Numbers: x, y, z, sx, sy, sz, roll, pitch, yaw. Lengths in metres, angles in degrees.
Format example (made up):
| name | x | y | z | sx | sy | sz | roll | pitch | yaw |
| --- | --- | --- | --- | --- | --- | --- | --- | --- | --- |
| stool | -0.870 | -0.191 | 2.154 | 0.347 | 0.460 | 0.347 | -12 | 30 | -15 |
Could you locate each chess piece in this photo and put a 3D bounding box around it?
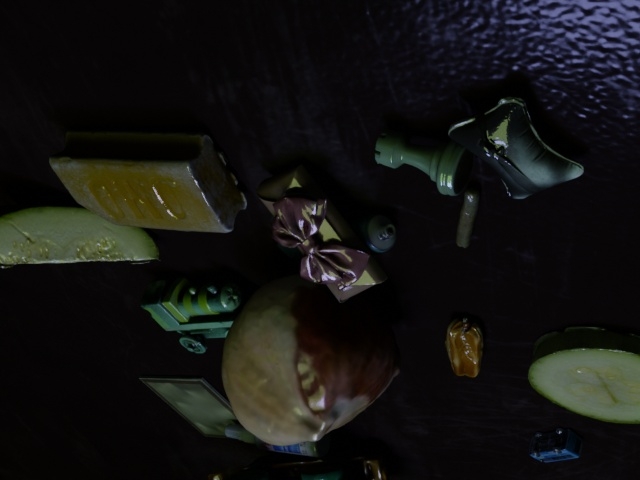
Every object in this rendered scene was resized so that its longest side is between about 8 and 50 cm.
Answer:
| name | x | y | z | sx | sy | sz | roll | pitch | yaw |
| --- | --- | --- | --- | --- | --- | --- | --- | --- | --- |
| chess piece | 0.115 | -0.093 | 1.217 | 0.103 | 0.067 | 0.067 | 18 | 150 | 23 |

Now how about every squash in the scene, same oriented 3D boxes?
| name | x | y | z | sx | sy | sz | roll | pitch | yaw |
| --- | --- | --- | --- | --- | --- | --- | --- | --- | --- |
| squash | -0.385 | -0.007 | 1.619 | 0.252 | 0.093 | 0.169 | 4 | -171 | 30 |
| squash | 0.399 | 0.193 | 1.494 | 0.219 | 0.041 | 0.219 | 16 | 149 | 10 |

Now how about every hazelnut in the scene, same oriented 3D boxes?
| name | x | y | z | sx | sy | sz | roll | pitch | yaw |
| --- | --- | --- | --- | --- | --- | --- | --- | --- | --- |
| hazelnut | -0.015 | 0.175 | 1.517 | 0.261 | 0.241 | 0.261 | -13 | 144 | -10 |

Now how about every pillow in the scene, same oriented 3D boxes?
| name | x | y | z | sx | sy | sz | roll | pitch | yaw |
| --- | --- | --- | --- | --- | --- | --- | --- | --- | --- |
| pillow | 0.209 | -0.097 | 1.158 | 0.091 | 0.055 | 0.136 | -42 | 122 | 19 |

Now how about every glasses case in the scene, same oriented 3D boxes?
| name | x | y | z | sx | sy | sz | roll | pitch | yaw |
| --- | --- | --- | --- | --- | --- | --- | --- | --- | --- |
| glasses case | 0.000 | 0.000 | 1.362 | 0.193 | 0.070 | 0.102 | 52 | 149 | -13 |

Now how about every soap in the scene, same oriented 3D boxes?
| name | x | y | z | sx | sy | sz | roll | pitch | yaw |
| --- | --- | --- | --- | --- | --- | --- | --- | --- | --- |
| soap | -0.229 | -0.080 | 1.441 | 0.232 | 0.073 | 0.140 | 4 | 140 | 29 |

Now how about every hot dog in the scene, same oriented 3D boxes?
| name | x | y | z | sx | sy | sz | roll | pitch | yaw |
| --- | --- | --- | --- | --- | --- | --- | --- | --- | --- |
| hot dog | 0.207 | 0.151 | 1.559 | 0.056 | 0.041 | 0.133 | 5 | 140 | 12 |

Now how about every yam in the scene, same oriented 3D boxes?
| name | x | y | z | sx | sy | sz | roll | pitch | yaw |
| --- | --- | --- | --- | --- | --- | --- | --- | --- | --- |
| yam | 0.178 | -0.028 | 1.313 | 0.021 | 0.021 | 0.116 | 16 | 150 | 11 |

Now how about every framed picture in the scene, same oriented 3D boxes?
| name | x | y | z | sx | sy | sz | roll | pitch | yaw |
| --- | --- | --- | --- | --- | --- | --- | --- | --- | --- |
| framed picture | -0.230 | 0.330 | 2.134 | 0.173 | 0.010 | 0.231 | -4 | 140 | 36 |

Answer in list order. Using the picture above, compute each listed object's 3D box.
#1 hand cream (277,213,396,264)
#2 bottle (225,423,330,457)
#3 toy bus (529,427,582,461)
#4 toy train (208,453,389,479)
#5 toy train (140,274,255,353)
| name | x | y | z | sx | sy | sz | roll | pitch | yaw |
| --- | --- | --- | --- | --- | --- | --- | --- | --- | --- |
| hand cream | 0.028 | 0.006 | 1.450 | 0.083 | 0.048 | 0.224 | 38 | 152 | -23 |
| bottle | -0.086 | 0.374 | 2.062 | 0.217 | 0.060 | 0.060 | 0 | 142 | 31 |
| toy bus | 0.373 | 0.327 | 1.720 | 0.046 | 0.038 | 0.083 | 32 | 148 | -22 |
| toy train | -0.026 | 0.493 | 2.053 | 0.430 | 0.249 | 0.178 | -9 | 95 | 20 |
| toy train | -0.175 | 0.111 | 1.696 | 0.200 | 0.083 | 0.132 | -10 | 133 | 41 |
